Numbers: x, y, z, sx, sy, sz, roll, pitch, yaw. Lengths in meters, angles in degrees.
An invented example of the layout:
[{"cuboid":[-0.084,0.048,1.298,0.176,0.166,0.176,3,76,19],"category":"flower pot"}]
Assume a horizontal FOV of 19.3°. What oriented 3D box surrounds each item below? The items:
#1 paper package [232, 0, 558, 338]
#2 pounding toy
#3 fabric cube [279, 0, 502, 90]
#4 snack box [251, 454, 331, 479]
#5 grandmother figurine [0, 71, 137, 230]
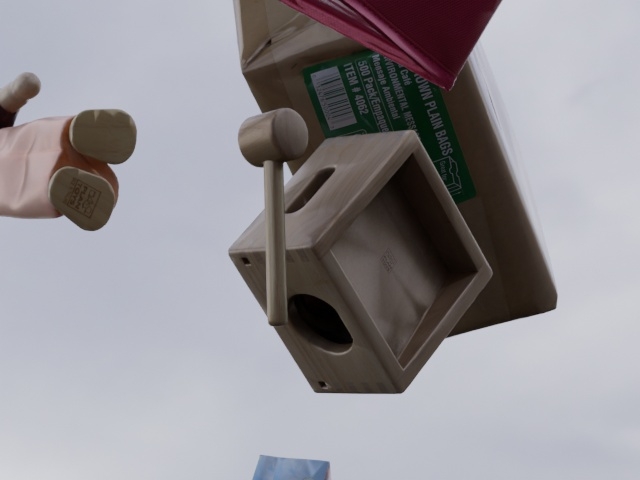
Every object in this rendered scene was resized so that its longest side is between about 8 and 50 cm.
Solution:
[{"cuboid":[0.058,-0.121,1.552,0.168,0.309,0.324,-19,-53,7],"category":"paper package"},{"cuboid":[-0.008,0.001,1.231,0.094,0.181,0.206,-4,-54,45],"category":"pounding toy"},{"cuboid":[-0.010,-0.269,0.914,0.258,0.254,0.259,-59,-33,0],"category":"fabric cube"},{"cuboid":[-0.032,0.315,1.584,0.070,0.174,0.207,5,-51,11],"category":"snack box"},{"cuboid":[-0.328,-0.066,1.902,0.342,0.207,0.104,5,-26,49],"category":"grandmother figurine"}]
